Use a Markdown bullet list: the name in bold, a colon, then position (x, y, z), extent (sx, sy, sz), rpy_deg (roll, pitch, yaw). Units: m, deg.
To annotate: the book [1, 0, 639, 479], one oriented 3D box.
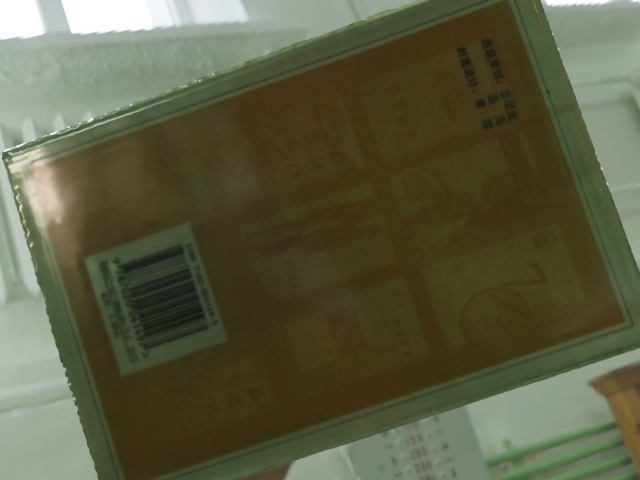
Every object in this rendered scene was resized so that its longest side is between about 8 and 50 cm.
- **book**: position (0.000, 0.000, 0.443), extent (0.242, 0.170, 0.018), rpy_deg (-18, -5, 3)
